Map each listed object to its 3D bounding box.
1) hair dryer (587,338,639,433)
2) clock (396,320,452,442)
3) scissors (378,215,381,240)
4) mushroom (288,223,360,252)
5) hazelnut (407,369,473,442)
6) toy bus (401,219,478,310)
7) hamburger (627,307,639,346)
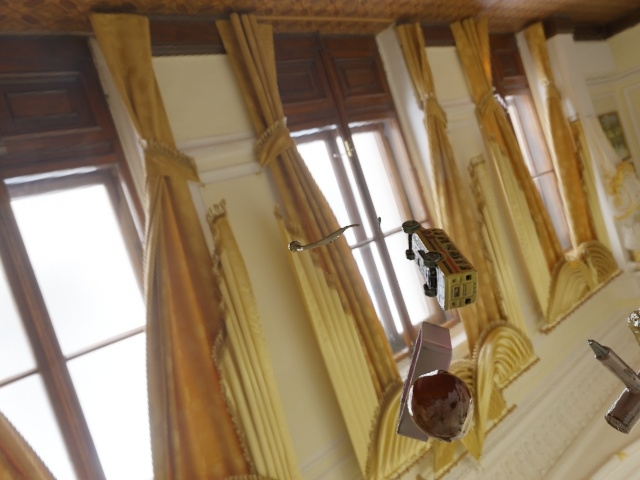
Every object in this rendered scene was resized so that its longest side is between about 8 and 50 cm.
[{"bbox_3d":[0.613,0.244,0.947,0.195,0.220,0.053,-42,-165,-13],"label":"hair dryer"},{"bbox_3d":[0.209,0.277,0.945,0.063,0.197,0.150,14,-170,11],"label":"clock"},{"bbox_3d":[0.197,-0.039,1.559,0.006,0.083,0.036,-1,173,20],"label":"scissors"},{"bbox_3d":[-0.002,-0.001,1.517,0.043,0.068,0.306,36,146,-32],"label":"mushroom"},{"bbox_3d":[0.145,0.197,0.560,0.086,0.086,0.086,-18,-178,1],"label":"hazelnut"},{"bbox_3d":[0.324,0.054,1.315,0.123,0.121,0.335,-10,-153,-1],"label":"toy bus"},{"bbox_3d":[0.830,0.192,1.021,0.309,0.211,0.132,-9,-133,53],"label":"hamburger"}]
